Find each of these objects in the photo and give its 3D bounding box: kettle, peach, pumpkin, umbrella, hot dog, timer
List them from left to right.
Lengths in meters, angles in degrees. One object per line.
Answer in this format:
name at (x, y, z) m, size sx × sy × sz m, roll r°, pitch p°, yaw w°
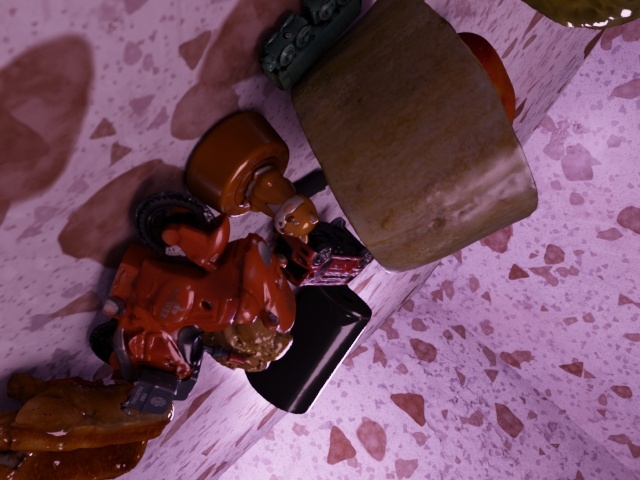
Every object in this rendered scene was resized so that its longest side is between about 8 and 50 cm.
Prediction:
hot dog at (-0.334, 0.260, 0.784) m, size 0.158 × 0.117 × 0.349 m, roll -51°, pitch 161°, yaw -3°
timer at (-0.063, -0.059, 0.679) m, size 0.132 × 0.152 × 0.132 m, roll -43°, pitch 163°, yaw -17°
umbrella at (-0.029, -0.082, 0.932) m, size 0.133 × 0.031 × 0.036 m, roll -36°, pitch 161°, yaw -39°
kettle at (-0.014, 0.252, 1.442) m, size 0.308 × 0.203 × 0.262 m, roll -55°, pitch 161°, yaw 11°
pumpkin at (0.091, -0.112, 0.694) m, size 0.199 × 0.332 × 0.332 m, roll -33°, pitch 163°, yaw 1°
peach at (0.221, -0.228, 0.958) m, size 0.243 × 0.199 × 0.244 m, roll 3°, pitch 90°, yaw -87°

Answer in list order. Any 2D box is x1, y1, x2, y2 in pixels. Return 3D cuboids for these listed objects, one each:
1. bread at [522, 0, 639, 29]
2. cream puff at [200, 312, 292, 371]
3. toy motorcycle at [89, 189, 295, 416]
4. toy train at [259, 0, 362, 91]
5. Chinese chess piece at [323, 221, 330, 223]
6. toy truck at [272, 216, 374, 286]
bread at (0.350, -0.423, 0.611) m, size 0.308 × 0.348 × 0.348 m, roll -42°, pitch 164°, yaw -1°
cream puff at (-0.138, 0.135, 0.914) m, size 0.129 × 0.189 × 0.189 m, roll -42°, pitch 163°, yaw -6°
toy motorcycle at (-0.156, 0.091, 0.710) m, size 0.326 × 0.221 × 0.148 m, roll -58°, pitch -163°, yaw 33°
toy train at (-0.010, -0.235, 0.623) m, size 0.148 × 0.038 × 0.071 m, roll -47°, pitch 166°, yaw -5°
Chinese chess piece at (0.000, 0.000, 1.186) m, size 0.084 × 0.034 × 0.084 m, roll -45°, pitch 164°, yaw -17°
toy truck at (-0.003, 0.022, 1.045) m, size 0.114 × 0.107 × 0.252 m, roll -51°, pitch 155°, yaw 18°
